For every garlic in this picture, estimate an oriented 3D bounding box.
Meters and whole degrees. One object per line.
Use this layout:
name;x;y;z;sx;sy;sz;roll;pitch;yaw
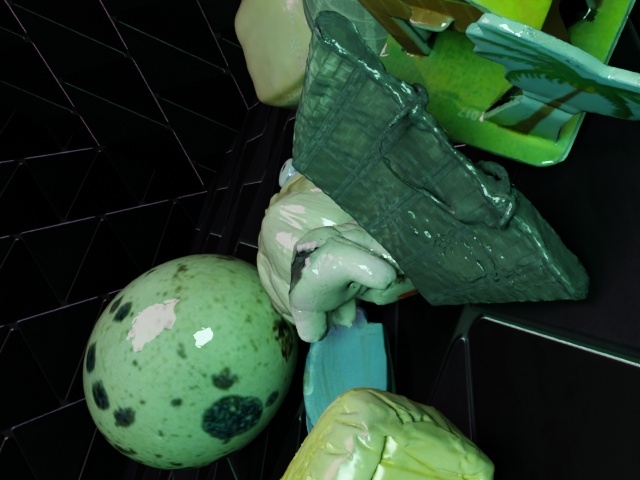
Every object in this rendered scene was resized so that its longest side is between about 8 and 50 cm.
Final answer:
garlic;0.000;-0.002;0.936;0.228;0.152;0.228;-158;90;-83

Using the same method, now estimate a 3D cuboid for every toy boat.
toy boat;0.033;0.170;0.760;0.215;0.088;0.102;-86;-11;-50

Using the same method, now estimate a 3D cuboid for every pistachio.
pistachio;0.052;-0.371;1.129;0.445;0.281;0.365;-38;27;32

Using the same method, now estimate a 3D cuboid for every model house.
model house;0.155;-0.230;0.511;0.323;0.340;0.300;22;-88;-60

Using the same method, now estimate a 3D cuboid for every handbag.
handbag;0.078;-0.047;0.592;0.088;0.270;0.175;-45;1;-14

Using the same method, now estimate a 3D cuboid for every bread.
bread;0.027;0.226;0.540;0.236;0.140;0.106;-68;18;-5

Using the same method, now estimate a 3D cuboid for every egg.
egg;-0.182;0.173;1.087;0.379;0.287;0.287;-36;33;49

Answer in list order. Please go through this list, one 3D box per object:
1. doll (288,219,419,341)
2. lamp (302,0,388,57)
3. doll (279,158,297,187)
doll;0.046;0.024;0.748;0.192;0.095;0.149;-16;-24;-48
lamp;0.094;-0.302;0.829;0.265;0.233;0.233;-43;19;9
doll;-0.015;-0.074;1.195;0.346;0.099;0.341;-56;14;20
